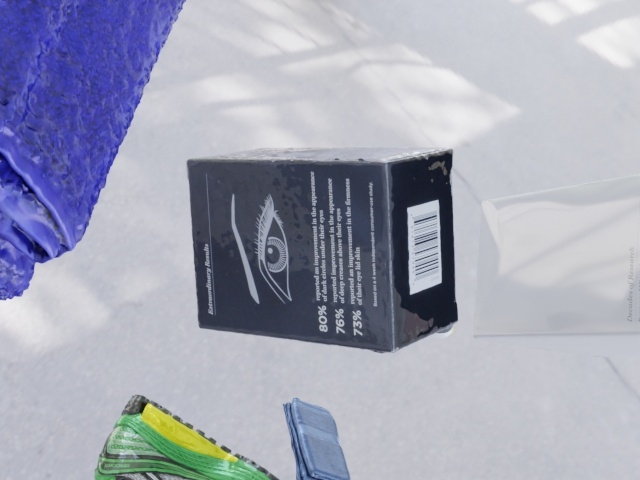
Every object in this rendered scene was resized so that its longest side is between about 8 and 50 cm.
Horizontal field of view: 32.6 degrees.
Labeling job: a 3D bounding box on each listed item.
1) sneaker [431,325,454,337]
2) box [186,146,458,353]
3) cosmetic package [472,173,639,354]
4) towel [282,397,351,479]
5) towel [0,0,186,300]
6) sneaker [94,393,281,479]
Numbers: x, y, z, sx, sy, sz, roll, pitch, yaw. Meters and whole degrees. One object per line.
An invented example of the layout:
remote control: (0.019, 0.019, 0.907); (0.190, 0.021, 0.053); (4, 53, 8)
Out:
sneaker: (0.087, 0.071, 1.037); (0.083, 0.035, 0.031); (5, 63, 0)
box: (0.000, 0.000, 0.917); (0.108, 0.207, 0.153); (-16, 107, -53)
cosmetic package: (0.333, 0.027, 1.027); (0.197, 0.365, 0.155); (10, 79, -30)
towel: (-0.004, 0.233, 1.238); (0.067, 0.029, 0.119); (25, 26, -27)
towel: (-0.148, -0.143, 0.354); (0.308, 0.076, 0.227); (51, 52, -47)
sneaker: (-0.138, 0.347, 1.426); (0.343, 0.134, 0.146); (28, 73, 14)
